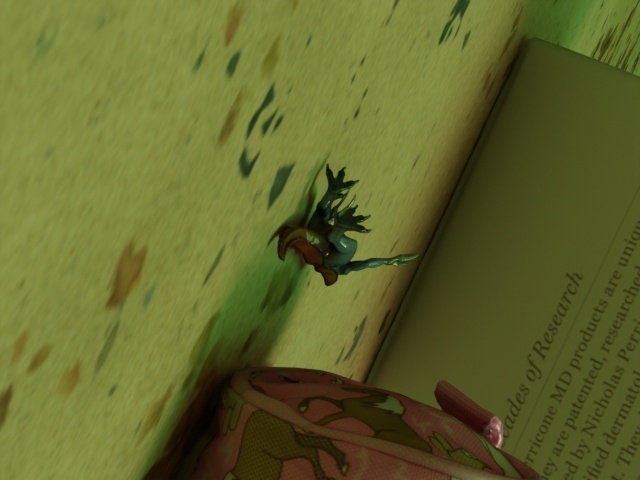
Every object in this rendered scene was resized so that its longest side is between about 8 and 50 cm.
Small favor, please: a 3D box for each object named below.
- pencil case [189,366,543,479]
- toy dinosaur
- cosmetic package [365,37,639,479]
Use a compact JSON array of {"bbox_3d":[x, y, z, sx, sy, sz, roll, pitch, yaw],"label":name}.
[{"bbox_3d":[-0.022,0.248,0.729,0.167,0.160,0.386,-15,122,-83],"label":"pencil case"},{"bbox_3d":[0.000,0.000,0.740,0.090,0.047,0.082,-18,154,-28],"label":"toy dinosaur"},{"bbox_3d":[0.316,0.089,1.181,0.329,0.394,0.327,15,100,-53],"label":"cosmetic package"}]
